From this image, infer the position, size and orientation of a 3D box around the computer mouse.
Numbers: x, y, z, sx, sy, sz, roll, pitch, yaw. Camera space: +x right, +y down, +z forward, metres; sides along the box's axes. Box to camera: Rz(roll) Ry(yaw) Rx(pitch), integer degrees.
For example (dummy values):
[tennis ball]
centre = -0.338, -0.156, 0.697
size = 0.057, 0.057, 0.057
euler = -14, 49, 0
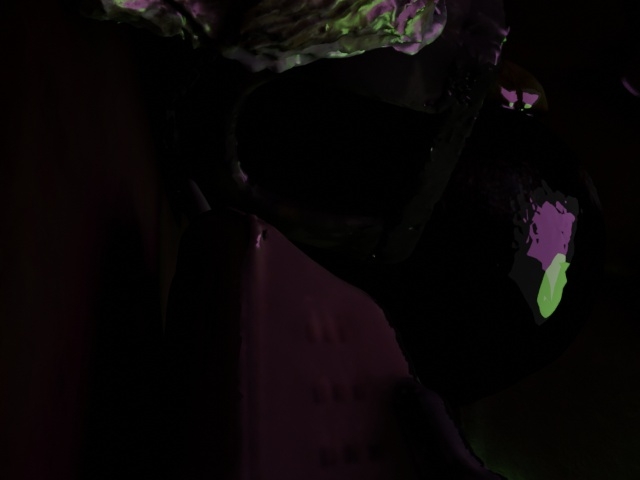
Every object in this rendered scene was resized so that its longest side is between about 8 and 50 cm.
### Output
[computer mouse]
centre = -0.018, 0.120, 0.446
size = 0.389, 0.115, 0.199
euler = 66, -30, 30

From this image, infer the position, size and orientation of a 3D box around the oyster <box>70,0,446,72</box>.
[oyster]
centre = -0.010, -0.124, 0.454
size = 0.064, 0.177, 0.125
euler = -12, -102, 49

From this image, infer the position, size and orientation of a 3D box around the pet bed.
[pet bed]
centre = -0.011, -0.116, 0.613
size = 0.183, 0.159, 0.211
euler = 114, -15, -45

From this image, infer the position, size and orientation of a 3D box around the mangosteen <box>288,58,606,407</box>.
[mangosteen]
centre = 0.068, -0.033, 0.855
size = 0.275, 0.275, 0.302
euler = -23, 111, -87
